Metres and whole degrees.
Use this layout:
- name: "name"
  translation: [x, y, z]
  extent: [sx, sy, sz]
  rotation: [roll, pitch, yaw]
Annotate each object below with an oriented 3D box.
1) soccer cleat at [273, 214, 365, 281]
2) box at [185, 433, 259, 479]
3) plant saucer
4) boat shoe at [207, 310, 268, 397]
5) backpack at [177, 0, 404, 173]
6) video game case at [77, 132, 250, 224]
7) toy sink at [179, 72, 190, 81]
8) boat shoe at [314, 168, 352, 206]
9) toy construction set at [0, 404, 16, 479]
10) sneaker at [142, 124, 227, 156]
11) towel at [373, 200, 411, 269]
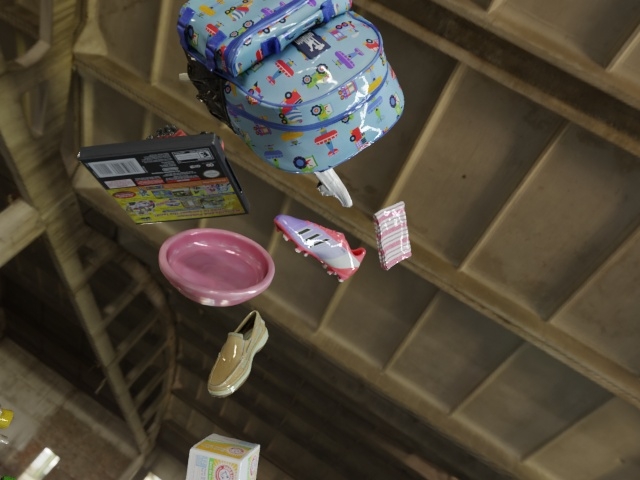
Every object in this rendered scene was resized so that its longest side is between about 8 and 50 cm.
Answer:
- name: "soccer cleat"
  translation: [0.000, 0.000, 1.105]
  extent: [0.248, 0.095, 0.083]
  rotation: [38, 2, -35]
- name: "box"
  translation: [-0.200, 0.508, 1.008]
  extent: [0.114, 0.203, 0.103]
  rotation: [6, -3, 14]
- name: "plant saucer"
  translation: [-0.302, 0.083, 1.481]
  extent: [0.331, 0.332, 0.084]
  rotation: [26, -59, 17]
- name: "boat shoe"
  translation: [-0.157, 0.200, 0.934]
  extent: [0.068, 0.190, 0.072]
  rotation: [1, -61, 16]
- name: "backpack"
  translation: [-0.019, -0.147, 0.439]
  extent: [0.173, 0.158, 0.117]
  rotation: [47, -16, 32]
- name: "video game case"
  translation: [-0.312, -0.120, 1.060]
  extent: [0.274, 0.035, 0.248]
  rotation: [-5, -30, 7]
- name: "toy sink"
  translation: [-0.162, -0.394, 1.017]
  extent: [0.234, 0.152, 0.131]
  rotation: [10, -65, 33]
- name: "boat shoe"
  translation: [0.016, -0.153, 1.335]
  extent: [0.184, 0.063, 0.066]
  rotation: [54, 0, -27]
- name: "toy construction set"
  translation: [-0.621, 0.365, 0.895]
  extent: [0.237, 0.258, 0.308]
  rotation: [37, -40, -29]
- name: "sneaker"
  translation: [-0.324, -0.200, 1.237]
  extent: [0.275, 0.098, 0.135]
  rotation: [16, -34, 35]
- name: "towel"
  translation: [0.240, -0.017, 1.660]
  extent: [0.029, 0.144, 0.197]
  rotation: [10, -62, 47]
